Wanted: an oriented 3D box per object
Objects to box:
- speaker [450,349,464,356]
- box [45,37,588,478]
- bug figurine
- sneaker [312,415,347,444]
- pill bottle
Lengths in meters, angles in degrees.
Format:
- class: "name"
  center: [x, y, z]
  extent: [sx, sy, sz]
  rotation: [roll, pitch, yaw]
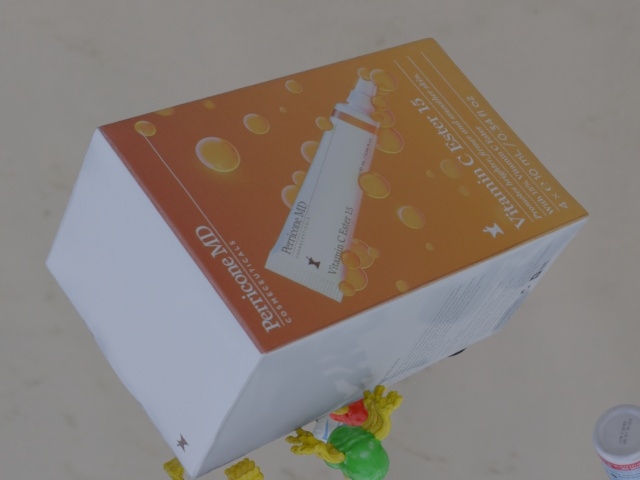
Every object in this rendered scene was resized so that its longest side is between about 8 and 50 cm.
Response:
- class: "speaker"
  center: [0.130, 0.072, 1.594]
  extent: [0.055, 0.136, 0.055]
  rotation: [-6, 124, -9]
- class: "box"
  center: [0.000, 0.000, 1.093]
  extent: [0.215, 0.345, 0.168]
  rotation: [52, 139, 21]
- class: "bug figurine"
  center: [-0.039, 0.186, 1.121]
  extent: [0.072, 0.279, 0.216]
  rotation: [64, 170, -9]
- class: "sneaker"
  center: [0.039, 0.258, 2.034]
  extent: [0.086, 0.237, 0.085]
  rotation: [23, 109, 0]
- class: "pill bottle"
  center: [0.424, 0.294, 1.880]
  extent: [0.087, 0.087, 0.160]
  rotation: [3, 145, 30]
